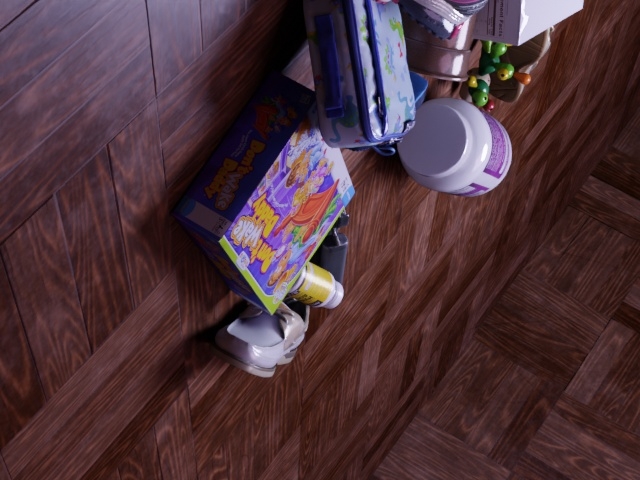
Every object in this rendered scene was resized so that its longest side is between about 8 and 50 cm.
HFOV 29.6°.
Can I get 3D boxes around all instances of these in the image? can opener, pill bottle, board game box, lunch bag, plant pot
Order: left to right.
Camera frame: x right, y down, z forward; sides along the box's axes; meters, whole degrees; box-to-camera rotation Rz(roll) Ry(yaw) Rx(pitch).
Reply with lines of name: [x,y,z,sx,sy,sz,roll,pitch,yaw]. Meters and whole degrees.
board game box: [-0.067,-0.054,1.688,0.233,0.078,0.347,-56,162,-11]
pill bottle: [-0.017,0.071,1.971,0.116,0.065,0.065,27,93,-43]
can opener: [0.000,0.000,2.001,0.093,0.074,0.280,-18,147,-12]
lunch bag: [0.049,-0.229,1.555,0.176,0.090,0.218,-19,102,-64]
plant pot: [0.156,-0.333,1.742,0.167,0.167,0.165,-23,132,-62]
pill bottle: [0.236,-0.168,2.181,0.169,0.169,0.301,-62,163,8]

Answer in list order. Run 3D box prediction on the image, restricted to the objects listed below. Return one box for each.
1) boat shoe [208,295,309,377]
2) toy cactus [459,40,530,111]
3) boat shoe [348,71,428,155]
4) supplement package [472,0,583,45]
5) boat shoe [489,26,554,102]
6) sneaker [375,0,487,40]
boat shoe: [-0.090,0.140,1.902,0.103,0.113,0.302,-63,173,6]
toy cactus: [0.314,-0.318,2.247,0.180,0.112,0.218,121,-20,-60]
boat shoe: [0.100,-0.184,1.894,0.258,0.109,0.089,-34,153,-49]
supplement package: [0.300,-0.436,1.870,0.262,0.145,0.204,-33,131,-49]
boat shoe: [0.394,-0.386,2.395,0.089,0.105,0.285,-56,173,-26]
sneaker: [0.107,-0.355,1.494,0.112,0.120,0.299,-41,148,26]
